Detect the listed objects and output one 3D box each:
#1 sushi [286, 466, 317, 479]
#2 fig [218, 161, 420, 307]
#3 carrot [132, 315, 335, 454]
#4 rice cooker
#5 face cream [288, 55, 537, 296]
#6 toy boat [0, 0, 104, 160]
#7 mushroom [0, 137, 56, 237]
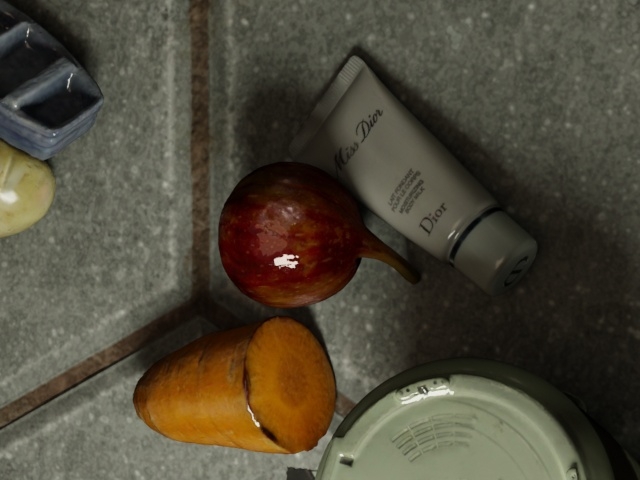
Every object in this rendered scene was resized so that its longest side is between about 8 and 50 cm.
[{"bbox_3d":[0.056,0.386,1.806,0.231,0.047,0.219,3,95,21],"label":"sushi"},{"bbox_3d":[-0.006,-0.003,1.743,0.207,0.175,0.175,4,95,19],"label":"fig"},{"bbox_3d":[-0.119,0.183,1.817,0.225,0.159,0.159,-14,88,31],"label":"carrot"},{"bbox_3d":[0.172,0.301,1.605,0.335,0.325,0.335,-6,72,18],"label":"rice cooker"},{"bbox_3d":[0.106,-0.063,1.748,0.314,0.089,0.143,43,109,25],"label":"face cream"},{"bbox_3d":[-0.388,-0.216,1.897,0.283,0.127,0.078,40,150,17],"label":"toy boat"},{"bbox_3d":[-0.400,-0.065,1.920,0.148,0.112,0.148,-6,126,-8],"label":"mushroom"}]
